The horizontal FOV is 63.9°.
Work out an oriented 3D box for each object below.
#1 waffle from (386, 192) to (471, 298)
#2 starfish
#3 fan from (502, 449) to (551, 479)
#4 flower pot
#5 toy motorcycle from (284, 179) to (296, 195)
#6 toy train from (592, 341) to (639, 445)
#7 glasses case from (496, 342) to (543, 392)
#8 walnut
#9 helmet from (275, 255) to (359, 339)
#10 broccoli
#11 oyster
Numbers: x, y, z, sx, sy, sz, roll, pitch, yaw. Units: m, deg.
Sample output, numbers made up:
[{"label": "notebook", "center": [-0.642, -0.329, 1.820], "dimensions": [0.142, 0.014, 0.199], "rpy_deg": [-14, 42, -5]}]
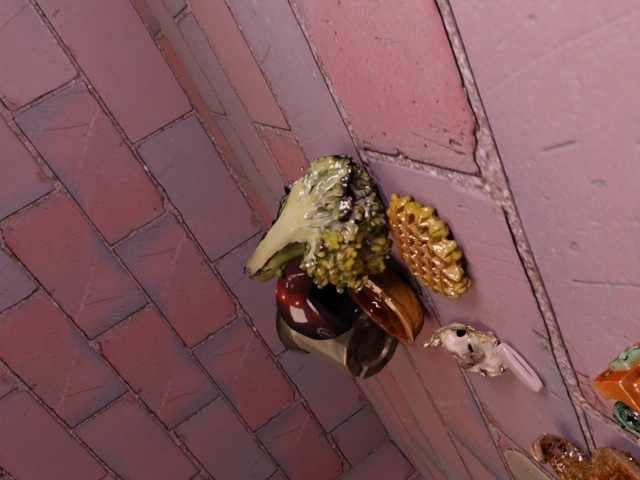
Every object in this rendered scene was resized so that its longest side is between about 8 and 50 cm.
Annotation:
[{"label": "waffle", "center": [0.161, 0.014, 0.783], "dimensions": [0.191, 0.038, 0.191], "rpy_deg": [53, 168, 16]}, {"label": "starfish", "center": [0.399, 0.392, 0.665], "dimensions": [0.312, 0.113, 0.303], "rpy_deg": [60, 170, -4]}, {"label": "fan", "center": [0.470, 0.569, 1.115], "dimensions": [0.233, 0.012, 0.414], "rpy_deg": [51, 168, 28]}, {"label": "flower pot", "center": [0.059, 0.213, 1.340], "dimensions": [0.259, 0.290, 0.290], "rpy_deg": [24, 148, 48]}, {"label": "toy motorcycle", "center": [0.014, -0.036, 1.122], "dimensions": [0.270, 0.106, 0.159], "rpy_deg": [40, 162, 44]}, {"label": "toy train", "center": [0.326, 0.169, 0.427], "dimensions": [0.188, 0.072, 0.099], "rpy_deg": [54, 162, 10]}, {"label": "glasses case", "center": [0.292, 0.186, 0.752], "dimensions": [0.083, 0.021, 0.032], "rpy_deg": [51, 171, 27]}, {"label": "walnut", "center": [0.140, 0.114, 1.042], "dimensions": [0.211, 0.087, 0.167], "rpy_deg": [40, 158, 34]}, {"label": "helmet", "center": [-0.004, 0.121, 1.157], "dimensions": [0.189, 0.193, 0.216], "rpy_deg": [37, -153, -43]}, {"label": "broccoli", "center": [0.017, -0.002, 0.891], "dimensions": [0.180, 0.273, 0.242], "rpy_deg": [30, -163, -31]}, {"label": "oyster", "center": [0.247, 0.169, 0.872], "dimensions": [0.200, 0.061, 0.106], "rpy_deg": [30, 134, 62]}]
